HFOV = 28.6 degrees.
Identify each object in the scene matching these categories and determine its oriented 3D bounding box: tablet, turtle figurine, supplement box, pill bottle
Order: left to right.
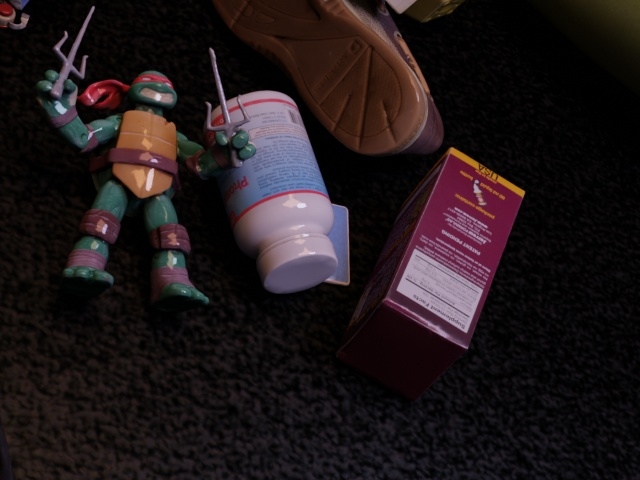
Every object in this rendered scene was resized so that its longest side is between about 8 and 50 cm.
[{"bbox_3d":[-0.141,-0.065,1.009,0.175,0.118,0.234,5,71,-6],"label":"turtle figurine"},{"bbox_3d":[-0.040,-0.040,1.058,0.087,0.087,0.160,-4,60,-28],"label":"pill bottle"},{"bbox_3d":[0.000,0.000,1.103,0.054,0.006,0.083,12,55,-19],"label":"tablet"},{"bbox_3d":[0.095,0.027,1.067,0.080,0.104,0.188,30,51,-5],"label":"supplement box"}]

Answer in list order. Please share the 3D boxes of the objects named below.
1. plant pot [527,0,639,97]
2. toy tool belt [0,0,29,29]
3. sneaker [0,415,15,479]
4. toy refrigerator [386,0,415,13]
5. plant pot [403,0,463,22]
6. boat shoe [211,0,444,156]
[{"bbox_3d":[0.368,-0.267,1.321,0.293,0.275,0.275,27,48,16],"label":"plant pot"},{"bbox_3d":[-0.266,-0.231,1.101,0.052,0.051,0.083,21,52,-12],"label":"toy tool belt"},{"bbox_3d":[-0.254,0.119,0.821,0.109,0.130,0.286,-18,66,-31],"label":"sneaker"},{"bbox_3d":[0.046,-0.323,1.207,0.102,0.094,0.269,42,16,-29],"label":"toy refrigerator"},{"bbox_3d":[0.113,-0.276,1.300,0.081,0.081,0.083,-25,83,-36],"label":"plant pot"},{"bbox_3d":[0.004,-0.210,1.196,0.342,0.123,0.123,52,21,23],"label":"boat shoe"}]
